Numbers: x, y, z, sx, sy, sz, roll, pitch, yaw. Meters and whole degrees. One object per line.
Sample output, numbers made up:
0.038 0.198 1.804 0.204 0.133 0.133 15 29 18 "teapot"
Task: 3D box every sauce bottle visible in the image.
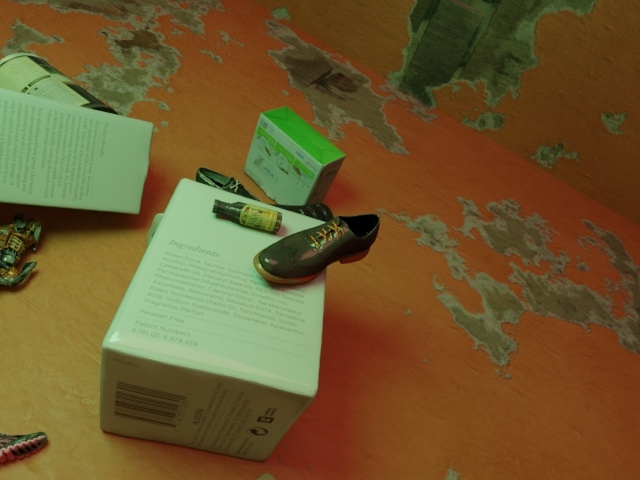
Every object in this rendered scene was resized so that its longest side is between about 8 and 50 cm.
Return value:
-0.137 -0.048 0.825 0.128 0.042 0.042 12 45 -14 "sauce bottle"

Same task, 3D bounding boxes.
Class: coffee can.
-0.714 -0.343 1.190 0.275 0.201 0.201 36 44 9 "coffee can"

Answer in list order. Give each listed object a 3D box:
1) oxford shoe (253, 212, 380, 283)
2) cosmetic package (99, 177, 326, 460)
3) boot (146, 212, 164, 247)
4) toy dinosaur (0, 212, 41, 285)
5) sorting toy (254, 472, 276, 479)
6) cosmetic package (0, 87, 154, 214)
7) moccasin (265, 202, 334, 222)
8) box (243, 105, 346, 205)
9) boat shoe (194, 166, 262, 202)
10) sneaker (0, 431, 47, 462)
0.000 0.000 0.807 0.271 0.098 0.097 -19 61 -40 "oxford shoe"
-0.192 0.155 0.873 0.328 0.329 0.393 17 44 -11 "cosmetic package"
-0.359 -0.021 1.071 0.086 0.190 0.069 -8 80 -34 "boot"
-0.714 0.036 0.876 0.218 0.164 0.322 36 19 -13 "toy dinosaur"
-0.103 0.547 0.760 0.193 0.038 0.208 -26 59 -41 "sorting toy"
-0.630 -0.202 0.969 0.453 0.230 0.161 5 13 -44 "cosmetic package"
-0.142 -0.032 1.233 0.380 0.147 0.139 -15 71 -40 "moccasin"
-0.091 -0.237 1.372 0.262 0.231 0.127 42 44 16 "box"
-0.271 -0.149 1.317 0.219 0.070 0.077 23 43 -4 "boat shoe"
-0.530 0.342 0.743 0.119 0.047 0.057 -9 42 -34 "sneaker"
